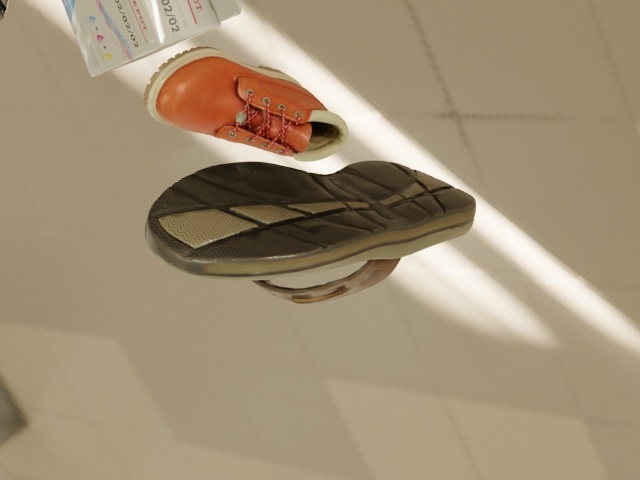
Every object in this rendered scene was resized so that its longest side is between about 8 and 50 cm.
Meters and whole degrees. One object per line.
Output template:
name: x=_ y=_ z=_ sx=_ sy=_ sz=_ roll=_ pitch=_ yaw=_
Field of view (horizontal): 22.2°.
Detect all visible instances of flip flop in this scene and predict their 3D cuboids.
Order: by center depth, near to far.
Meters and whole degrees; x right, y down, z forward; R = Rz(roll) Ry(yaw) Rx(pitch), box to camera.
flip flop: x=0.000 y=0.000 z=1.093 sx=0.112 sy=0.277 sz=0.080 roll=35 pitch=117 yaw=31

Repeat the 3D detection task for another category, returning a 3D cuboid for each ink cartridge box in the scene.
ink cartridge box: x=-0.144 y=-0.203 z=1.308 sx=0.181 sy=0.061 sz=0.104 roll=-10 pitch=104 yaw=59

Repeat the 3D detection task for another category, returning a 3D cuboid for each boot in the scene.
boot: x=-0.049 y=-0.092 z=1.146 sx=0.084 sy=0.158 sz=0.059 roll=38 pitch=114 yaw=37

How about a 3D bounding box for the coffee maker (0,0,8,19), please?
coffee maker: x=-0.281 y=-0.266 z=1.176 sx=0.171 sy=0.178 sz=0.120 roll=25 pitch=158 yaw=-29
